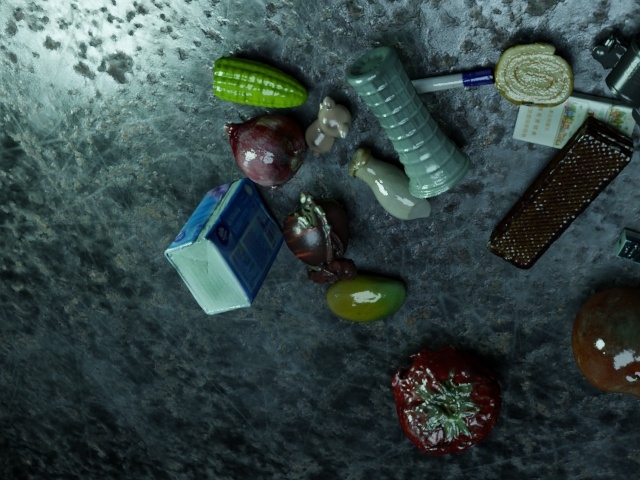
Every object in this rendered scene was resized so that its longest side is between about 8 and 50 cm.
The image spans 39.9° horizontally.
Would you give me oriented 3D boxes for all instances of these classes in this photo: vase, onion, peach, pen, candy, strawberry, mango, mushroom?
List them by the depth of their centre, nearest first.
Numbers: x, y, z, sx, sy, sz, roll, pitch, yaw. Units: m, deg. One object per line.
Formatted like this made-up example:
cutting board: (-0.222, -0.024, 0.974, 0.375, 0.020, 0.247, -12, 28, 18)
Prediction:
vase: (0.170, -0.239, 1.764, 0.143, 0.143, 0.299, -19, 123, 30)
pen: (0.219, -0.314, 1.787, 0.269, 0.033, 0.033, -5, 122, 23)
candy: (-0.127, -0.327, 1.863, 0.209, 0.097, 0.097, 14, 128, 3)
peach: (0.667, 0.222, 1.891, 0.252, 0.252, 0.252, 9, 127, 13)
mushroom: (0.149, -0.117, 1.911, 0.212, 0.097, 0.088, 42, 102, 0)
onion: (-0.129, -0.208, 1.918, 0.195, 0.159, 0.159, 29, 131, 18)
mango: (0.111, 0.136, 2.119, 0.194, 0.092, 0.130, -14, 117, 17)
strawberry: (0.307, 0.391, 2.164, 0.274, 0.220, 0.274, -2, 82, 17)

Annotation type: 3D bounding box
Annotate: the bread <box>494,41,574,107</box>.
bread: (0.407, -0.315, 1.675, 0.149, 0.073, 0.122, 6, 102, 13)

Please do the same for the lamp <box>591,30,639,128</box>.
lamp: (0.591, -0.336, 1.588, 0.172, 0.147, 0.227, 37, 137, 8)

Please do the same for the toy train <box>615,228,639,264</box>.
toy train: (0.741, 0.041, 1.849, 0.234, 0.051, 0.052, 18, 129, 2)

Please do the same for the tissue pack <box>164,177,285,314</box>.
tissue pack: (-0.212, 0.012, 2.025, 0.146, 0.263, 0.198, -16, 118, 29)

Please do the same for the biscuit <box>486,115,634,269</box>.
biscuit: (0.482, -0.086, 1.809, 0.107, 0.073, 0.388, 29, 135, -2)

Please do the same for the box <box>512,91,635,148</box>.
box: (0.502, -0.233, 1.745, 0.220, 0.032, 0.122, 13, 127, 10)

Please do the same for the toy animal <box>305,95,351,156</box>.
toy animal: (0.017, -0.237, 1.882, 0.083, 0.089, 0.150, 29, 138, -7)

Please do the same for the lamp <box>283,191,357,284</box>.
lamp: (-0.012, -0.001, 2.015, 0.151, 0.215, 0.223, -5, 93, -14)
